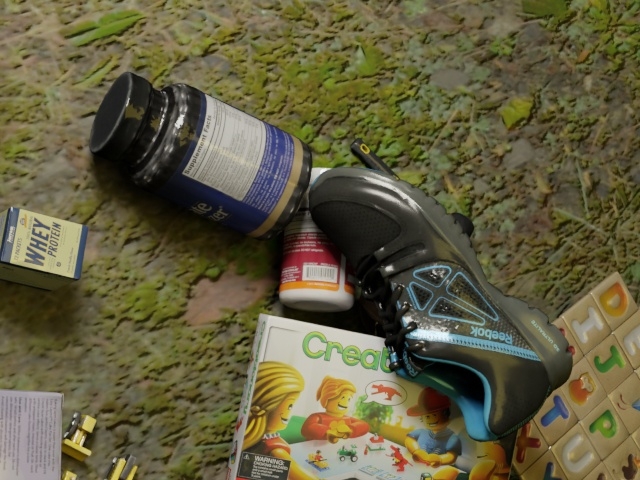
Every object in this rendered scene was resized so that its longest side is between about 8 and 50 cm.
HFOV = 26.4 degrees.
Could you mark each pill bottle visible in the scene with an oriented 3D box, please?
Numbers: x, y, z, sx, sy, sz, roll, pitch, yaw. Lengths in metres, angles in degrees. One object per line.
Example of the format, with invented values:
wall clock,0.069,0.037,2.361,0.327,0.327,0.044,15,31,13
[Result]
pill bottle,0.000,0.000,1.540,0.086,0.086,0.152,12,74,-29
pill bottle,-0.128,-0.093,1.459,0.219,0.123,0.123,24,68,-25

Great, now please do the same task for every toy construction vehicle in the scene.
toy construction vehicle,-0.229,0.233,1.379,0.086,0.035,0.098,34,64,-21

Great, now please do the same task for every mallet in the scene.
mallet,0.113,-0.059,1.655,0.190,0.039,0.062,51,60,-8

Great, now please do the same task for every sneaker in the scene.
sneaker,0.106,0.060,1.426,0.341,0.125,0.139,42,59,7

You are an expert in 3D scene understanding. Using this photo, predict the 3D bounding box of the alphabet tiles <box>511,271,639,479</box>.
alphabet tiles,0.363,0.214,1.671,0.342,0.011,0.285,-34,96,-31

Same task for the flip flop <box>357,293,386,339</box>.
flip flop,0.085,0.096,1.572,0.080,0.112,0.277,-3,86,-17

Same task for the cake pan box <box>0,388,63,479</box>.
cake pan box,-0.366,0.266,1.270,0.245,0.070,0.267,5,77,-29

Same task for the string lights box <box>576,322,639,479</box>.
string lights box,0.359,0.249,1.713,0.133,0.076,0.260,23,68,-24

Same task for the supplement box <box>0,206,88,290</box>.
supplement box,-0.288,0.010,1.361,0.083,0.083,0.056,15,72,-28

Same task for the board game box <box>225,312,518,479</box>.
board game box,0.064,0.203,1.486,0.305,0.053,0.193,12,87,-13
